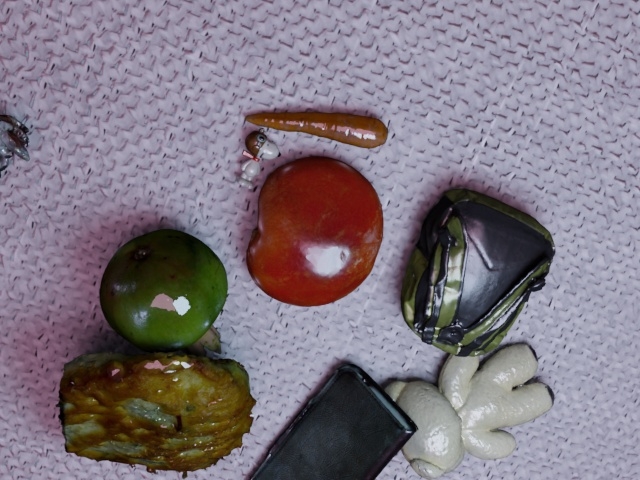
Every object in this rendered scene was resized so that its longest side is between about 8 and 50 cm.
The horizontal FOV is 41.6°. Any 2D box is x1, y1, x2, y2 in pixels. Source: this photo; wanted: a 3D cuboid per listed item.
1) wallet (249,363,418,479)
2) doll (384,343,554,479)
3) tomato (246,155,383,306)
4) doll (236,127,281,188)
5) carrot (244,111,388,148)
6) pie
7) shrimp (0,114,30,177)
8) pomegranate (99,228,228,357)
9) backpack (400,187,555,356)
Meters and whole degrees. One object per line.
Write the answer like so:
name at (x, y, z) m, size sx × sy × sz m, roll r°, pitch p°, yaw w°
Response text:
wallet at (0.005, 0.361, 1.369) m, size 0.172 × 0.045 × 0.318 m, roll 43°, pitch 105°, yaw 27°
doll at (0.249, 0.280, 1.395) m, size 0.278 × 0.175 × 0.149 m, roll -21°, pitch 147°, yaw -9°
tomato at (0.000, 0.000, 1.251) m, size 0.200 × 0.139 × 0.233 m, roll 5°, pitch 106°, yaw -15°
doll at (-0.100, -0.123, 1.254) m, size 0.085 × 0.040 × 0.058 m, roll -45°, pitch 117°, yaw 7°
carrot at (-0.005, -0.171, 1.250) m, size 0.216 × 0.048 × 0.048 m, roll 7°, pitch 106°, yaw -5°
pie at (-0.242, 0.253, 1.268) m, size 0.288 × 0.103 × 0.354 m, roll 0°, pitch 142°, yaw -10°
shrimp at (-0.550, -0.006, 1.179) m, size 0.221 × 0.166 × 0.410 m, roll 36°, pitch 86°, yaw -38°
pomegranate at (-0.217, 0.094, 1.243) m, size 0.187 × 0.187 × 0.225 m, roll -27°, pitch 129°, yaw 2°
backpack at (0.233, 0.059, 1.298) m, size 0.207 × 0.140 × 0.253 m, roll 22°, pitch 99°, yaw -11°
